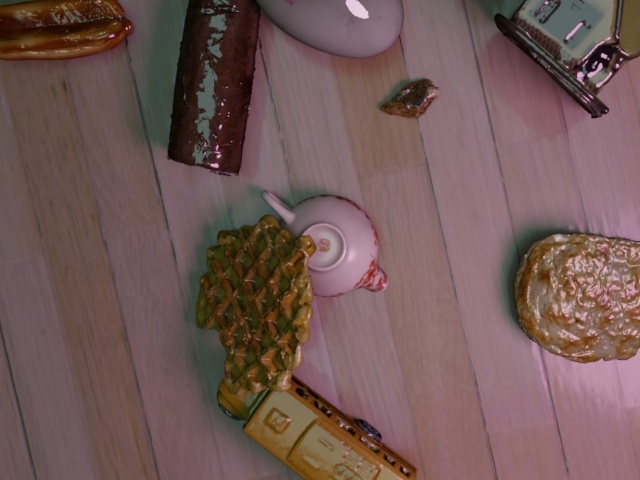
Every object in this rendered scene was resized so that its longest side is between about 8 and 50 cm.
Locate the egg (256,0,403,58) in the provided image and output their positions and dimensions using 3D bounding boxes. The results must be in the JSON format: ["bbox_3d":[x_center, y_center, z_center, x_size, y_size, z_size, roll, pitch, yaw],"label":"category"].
[{"bbox_3d":[0.008,-0.378,1.153,0.264,0.183,0.183,38,97,-3],"label":"egg"}]

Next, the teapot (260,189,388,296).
[{"bbox_3d":[0.000,0.000,1.219,0.245,0.116,0.159,46,108,9],"label":"teapot"}]

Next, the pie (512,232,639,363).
[{"bbox_3d":[0.415,0.086,1.172,0.248,0.090,0.201,8,104,7],"label":"pie"}]

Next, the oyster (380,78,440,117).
[{"bbox_3d":[0.143,-0.219,1.219,0.093,0.034,0.051,-39,80,12],"label":"oyster"}]

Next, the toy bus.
[{"bbox_3d":[-0.013,0.308,1.217,0.335,0.123,0.121,36,94,5],"label":"toy bus"}]

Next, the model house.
[{"bbox_3d":[0.401,-0.336,1.062,0.205,0.218,0.278,42,109,2],"label":"model house"}]

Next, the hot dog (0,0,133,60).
[{"bbox_3d":[-0.433,-0.342,1.268,0.250,0.068,0.100,-4,82,5],"label":"hot dog"}]

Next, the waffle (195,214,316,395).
[{"bbox_3d":[-0.106,0.099,1.189,0.291,0.051,0.291,-9,77,44],"label":"waffle"}]

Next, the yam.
[{"bbox_3d":[-0.168,-0.244,1.213,0.131,0.131,0.279,8,93,7],"label":"yam"}]
